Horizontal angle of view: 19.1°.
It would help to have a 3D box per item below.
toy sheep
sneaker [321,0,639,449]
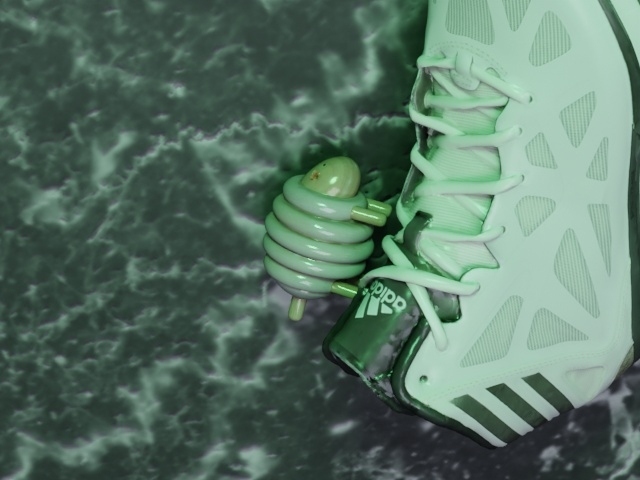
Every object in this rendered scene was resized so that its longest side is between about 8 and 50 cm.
[{"bbox_3d":[0.000,0.000,1.399,0.091,0.091,0.132,12,105,-17],"label":"toy sheep"},{"bbox_3d":[0.109,-0.025,1.295,0.257,0.169,0.447,-38,130,-21],"label":"sneaker"}]
